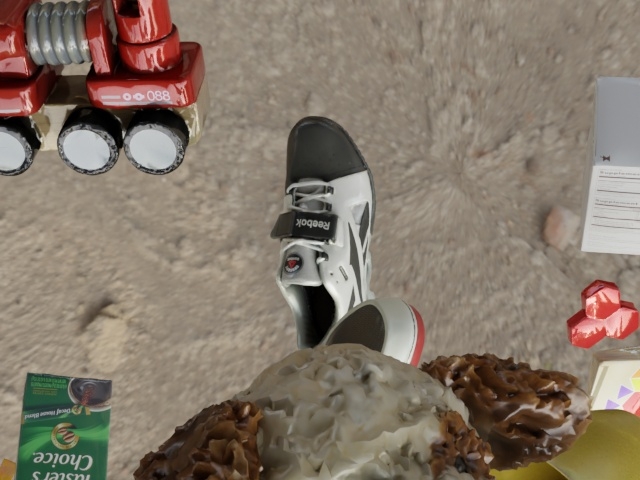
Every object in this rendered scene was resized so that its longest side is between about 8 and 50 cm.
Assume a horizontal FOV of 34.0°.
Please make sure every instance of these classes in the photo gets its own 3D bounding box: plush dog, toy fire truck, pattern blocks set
[{"bbox_3d":[0.026,0.151,0.413,0.210,0.262,0.226,-17,83,44],"label":"plush dog"},{"bbox_3d":[-0.221,-0.179,0.911,0.216,0.159,0.246,0,127,6],"label":"toy fire truck"},{"bbox_3d":[0.365,0.193,1.211,0.285,0.026,0.325,7,118,-16],"label":"pattern blocks set"}]

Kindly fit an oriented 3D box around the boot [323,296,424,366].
[{"bbox_3d":[0.082,0.145,0.878,0.176,0.088,0.244,6,132,-17],"label":"boot"}]

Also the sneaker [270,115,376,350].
[{"bbox_3d":[0.000,0.000,1.405,0.122,0.146,0.331,-4,100,27],"label":"sneaker"}]

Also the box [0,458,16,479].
[{"bbox_3d":[-0.493,0.401,1.552,0.028,0.136,0.081,24,131,-10],"label":"box"}]

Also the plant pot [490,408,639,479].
[{"bbox_3d":[0.199,0.176,0.753,0.095,0.134,0.134,-32,89,-25],"label":"plant pot"}]

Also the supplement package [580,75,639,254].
[{"bbox_3d":[0.418,-0.092,1.376,0.133,0.244,0.139,4,66,12],"label":"supplement package"}]

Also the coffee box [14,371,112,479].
[{"bbox_3d":[-0.319,0.260,1.299,0.113,0.040,0.184,9,62,-17],"label":"coffee box"}]
